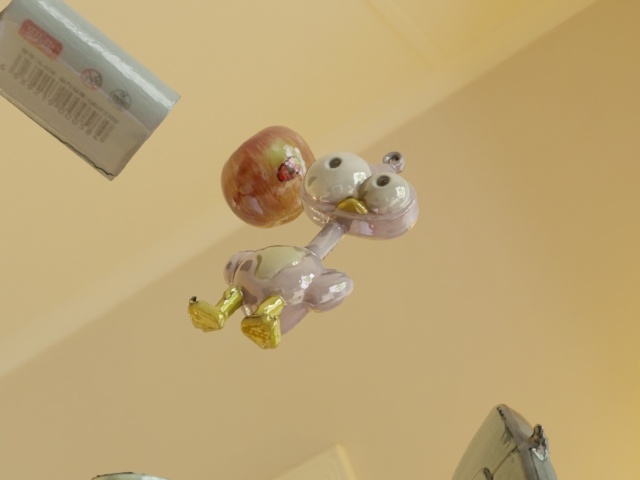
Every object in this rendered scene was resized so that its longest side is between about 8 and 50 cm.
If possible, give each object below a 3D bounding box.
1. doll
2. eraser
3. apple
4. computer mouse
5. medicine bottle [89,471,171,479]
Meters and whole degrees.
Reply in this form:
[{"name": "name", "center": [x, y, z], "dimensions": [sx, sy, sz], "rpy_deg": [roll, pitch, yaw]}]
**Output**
[{"name": "doll", "center": [0.000, 0.001, 1.232], "dimensions": [0.365, 0.160, 0.094], "rpy_deg": [-49, -42, -38]}, {"name": "eraser", "center": [-0.309, -0.195, 1.325], "dimensions": [0.227, 0.081, 0.174], "rpy_deg": [38, -44, -13]}, {"name": "apple", "center": [-0.070, -0.086, 1.521], "dimensions": [0.146, 0.131, 0.146], "rpy_deg": [-37, 2, 1]}, {"name": "computer mouse", "center": [0.171, 0.324, 1.018], "dimensions": [0.122, 0.188, 0.370], "rpy_deg": [-5, -60, -5]}, {"name": "medicine bottle", "center": [-0.128, 0.265, 0.682], "dimensions": [0.074, 0.218, 0.074], "rpy_deg": [0, -29, 0]}]
